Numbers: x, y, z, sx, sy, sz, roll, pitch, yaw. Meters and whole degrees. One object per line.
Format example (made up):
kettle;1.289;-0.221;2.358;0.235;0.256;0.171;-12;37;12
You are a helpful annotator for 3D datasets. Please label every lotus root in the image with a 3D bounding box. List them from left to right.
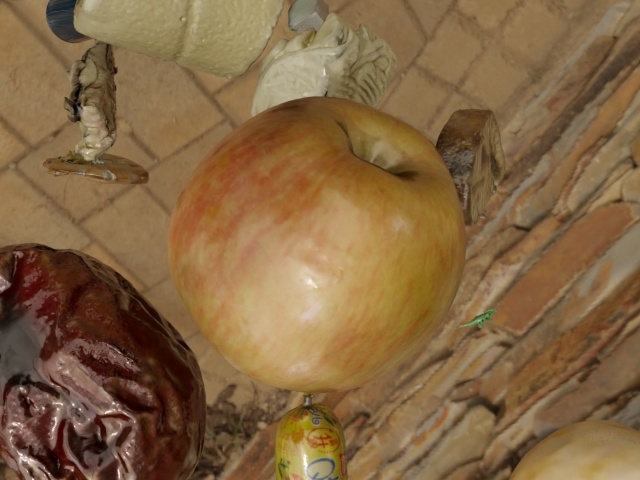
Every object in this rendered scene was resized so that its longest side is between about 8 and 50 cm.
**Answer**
lotus root;0.238;-0.123;1.099;0.074;0.260;0.170;7;125;28

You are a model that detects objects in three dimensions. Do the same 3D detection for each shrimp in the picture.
shrimp;-0.371;-0.110;1.074;0.133;0.236;0.053;-20;118;-51

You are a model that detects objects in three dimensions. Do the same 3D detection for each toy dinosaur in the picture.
toy dinosaur;0.311;0.155;1.351;0.083;0.021;0.062;-17;154;-15

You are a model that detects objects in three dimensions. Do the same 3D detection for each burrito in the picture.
burrito;-0.181;-0.118;0.548;0.042;0.171;0.051;-2;122;-19

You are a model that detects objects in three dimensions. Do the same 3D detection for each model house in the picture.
model house;-0.017;-0.543;1.702;0.088;0.100;0.100;-22;139;27

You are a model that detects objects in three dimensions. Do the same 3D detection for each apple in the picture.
apple;0.000;0.000;0.893;0.391;0.391;0.346;24;123;-24

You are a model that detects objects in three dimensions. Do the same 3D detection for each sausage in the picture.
sausage;-0.013;0.433;1.166;0.123;0.123;0.347;-4;94;-7

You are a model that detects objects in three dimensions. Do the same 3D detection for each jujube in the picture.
jujube;-0.311;0.182;0.885;0.377;0.276;0.276;45;111;2

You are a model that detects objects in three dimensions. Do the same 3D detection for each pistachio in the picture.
pistachio;0.429;0.395;1.037;0.309;0.230;0.230;-26;125;18

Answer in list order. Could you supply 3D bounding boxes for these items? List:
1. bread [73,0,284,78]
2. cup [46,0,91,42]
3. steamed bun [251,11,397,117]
bread;-0.114;-0.209;0.532;0.141;0.148;0.134;11;123;-29
cup;-0.512;-0.505;1.541;0.150;0.138;0.113;-7;101;-45
steamed bun;-0.024;-0.342;1.528;0.394;0.237;0.346;-46;154;-29
